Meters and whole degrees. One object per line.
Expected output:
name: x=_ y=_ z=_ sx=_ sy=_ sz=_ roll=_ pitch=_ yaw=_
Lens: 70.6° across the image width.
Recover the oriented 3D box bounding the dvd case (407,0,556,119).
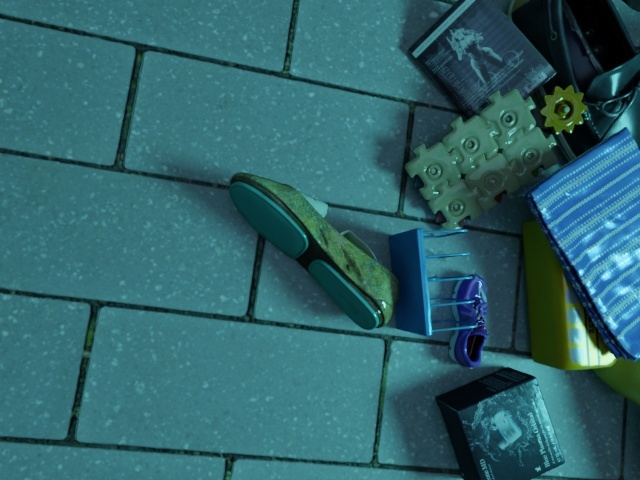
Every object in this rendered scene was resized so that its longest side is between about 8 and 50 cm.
dvd case: x=0.299 y=-0.335 z=0.848 sx=0.164 sy=0.018 sz=0.221 roll=-42 pitch=91 yaw=15

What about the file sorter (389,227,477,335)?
file sorter: x=0.193 y=0.068 z=0.781 sx=0.104 sy=0.118 sz=0.171 roll=-3 pitch=85 yaw=-14

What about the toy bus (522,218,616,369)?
toy bus: x=0.457 y=0.057 z=0.833 sx=0.130 sy=0.108 sz=0.333 roll=-2 pitch=86 yaw=-9

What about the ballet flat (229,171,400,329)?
ballet flat: x=0.000 y=0.000 z=0.763 sx=0.348 sy=0.123 sz=0.123 roll=44 pitch=79 yaw=-3

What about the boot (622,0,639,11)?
boot: x=0.528 y=-0.571 z=0.879 sx=0.263 sy=0.096 sz=0.281 roll=7 pitch=47 yaw=-22

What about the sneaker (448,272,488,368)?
sneaker: x=0.279 y=0.144 z=0.811 sx=0.068 sy=0.071 sz=0.170 roll=6 pitch=83 yaw=-10

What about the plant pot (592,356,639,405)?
plant pot: x=0.561 y=0.223 z=0.836 sx=0.095 sy=0.134 sz=0.134 roll=18 pitch=81 yaw=18

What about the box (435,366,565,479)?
box: x=0.310 y=0.329 z=0.789 sx=0.158 sy=0.093 sz=0.156 roll=-19 pitch=88 yaw=-10

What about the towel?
towel: x=0.521 y=0.005 z=0.771 sx=0.243 sy=0.040 sz=0.336 roll=-31 pitch=91 yaw=-11

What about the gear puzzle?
gear puzzle: x=0.324 y=-0.172 z=0.825 sx=0.338 sy=0.044 sz=0.176 roll=-35 pitch=100 yaw=5

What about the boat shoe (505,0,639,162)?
boat shoe: x=0.536 y=-0.283 z=0.856 sx=0.186 sy=0.156 sz=0.501 roll=-31 pitch=92 yaw=-13
